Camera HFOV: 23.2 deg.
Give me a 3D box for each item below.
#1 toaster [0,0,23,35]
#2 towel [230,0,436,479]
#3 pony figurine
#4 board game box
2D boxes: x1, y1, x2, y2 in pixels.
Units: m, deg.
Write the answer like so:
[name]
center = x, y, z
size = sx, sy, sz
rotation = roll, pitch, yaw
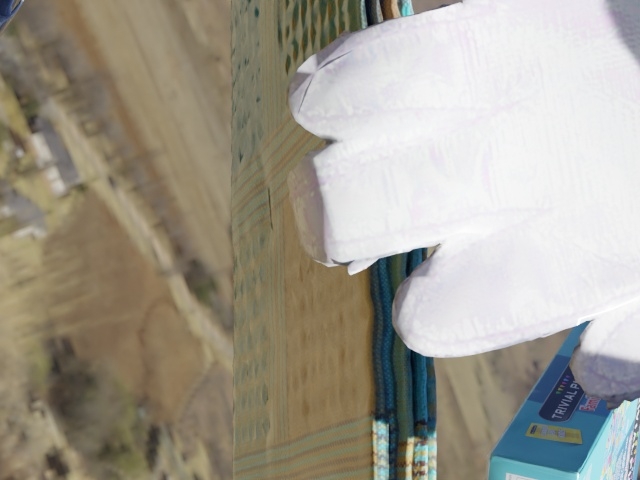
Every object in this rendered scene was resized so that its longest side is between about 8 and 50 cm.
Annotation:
[toaster]
center = -0.270, -0.145, 0.980
size = 0.129, 0.146, 0.227
rotation = 30, 17, -19
[towel]
center = 0.000, 0.000, 0.736
size = 0.271, 0.040, 0.370
rotation = 147, -57, -72
[pony figurine]
center = 0.198, 0.056, 0.388
size = 0.363, 0.351, 0.302
rotation = 67, 4, -71
[board game box]
center = 0.221, 0.243, 1.406
size = 0.336, 0.079, 0.253
rotation = -39, 136, -62
